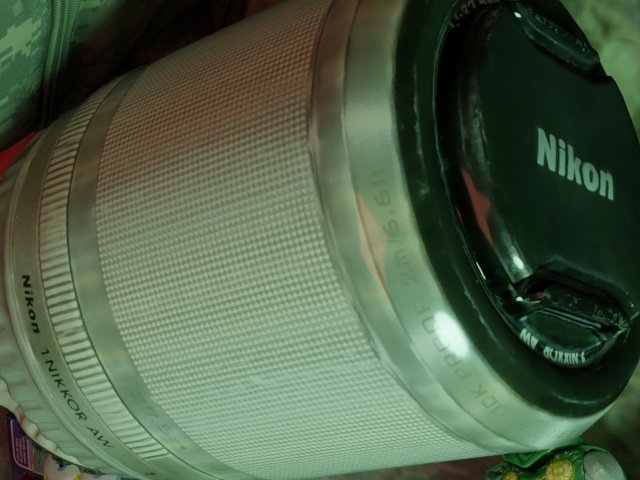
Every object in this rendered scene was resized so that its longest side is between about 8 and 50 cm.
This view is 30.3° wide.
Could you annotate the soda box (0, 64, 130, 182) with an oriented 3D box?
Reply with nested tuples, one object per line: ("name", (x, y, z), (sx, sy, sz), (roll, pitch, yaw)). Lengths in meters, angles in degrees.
("soda box", (-0.231, -0.168, 0.743), (0.092, 0.083, 0.263), (-38, 84, 38))

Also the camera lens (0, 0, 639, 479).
("camera lens", (0.000, 0.000, 0.558), (0.274, 0.219, 0.219), (-16, 98, 38))

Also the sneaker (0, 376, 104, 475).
("sneaker", (-0.211, 0.064, 0.819), (0.272, 0.100, 0.108), (18, 102, 25))

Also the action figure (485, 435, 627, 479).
("action figure", (0.122, 0.181, 0.552), (0.137, 0.063, 0.232), (-24, 68, 33))

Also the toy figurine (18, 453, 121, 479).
("toy figurine", (-0.097, 0.289, 0.707), (0.363, 0.217, 0.191), (16, 114, 20))

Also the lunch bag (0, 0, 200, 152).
("lunch bag", (-0.189, -0.216, 0.596), (0.305, 0.256, 0.212), (51, 154, 7))

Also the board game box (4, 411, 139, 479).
("board game box", (-0.168, 0.230, 0.878), (0.136, 0.035, 0.201), (14, 114, 30))
